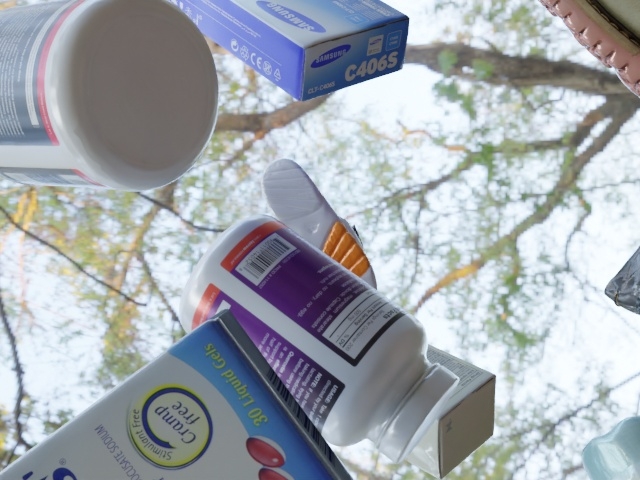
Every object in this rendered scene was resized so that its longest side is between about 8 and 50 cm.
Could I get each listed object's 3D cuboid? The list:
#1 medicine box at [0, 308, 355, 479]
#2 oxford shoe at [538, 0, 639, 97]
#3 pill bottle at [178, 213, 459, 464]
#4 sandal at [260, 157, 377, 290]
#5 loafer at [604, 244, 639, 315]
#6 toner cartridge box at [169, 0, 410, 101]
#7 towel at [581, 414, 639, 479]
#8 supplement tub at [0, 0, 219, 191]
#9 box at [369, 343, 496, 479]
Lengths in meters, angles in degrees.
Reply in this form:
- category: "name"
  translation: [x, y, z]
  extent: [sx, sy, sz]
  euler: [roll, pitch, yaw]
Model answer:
- category: "medicine box"
  translation: [-0.132, 0.256, 0.937]
  extent: [0.289, 0.149, 0.263]
  euler: [-37, -91, -1]
- category: "oxford shoe"
  translation: [0.278, -0.113, 0.546]
  extent: [0.397, 0.146, 0.140]
  euler: [27, -153, -10]
- category: "pill bottle"
  translation: [-0.001, 0.121, 1.174]
  extent: [0.181, 0.323, 0.181]
  euler: [-48, -17, -20]
- category: "sandal"
  translation: [0.008, -0.006, 1.431]
  extent: [0.265, 0.102, 0.076]
  euler: [62, -160, 3]
- category: "loafer"
  translation: [0.305, -0.008, 0.839]
  extent: [0.170, 0.061, 0.062]
  euler: [-51, -48, -18]
- category: "toner cartridge box"
  translation: [-0.066, -0.300, 1.229]
  extent: [0.165, 0.348, 0.075]
  euler: [-24, -43, -33]
- category: "towel"
  translation: [0.370, 0.236, 0.636]
  extent: [0.374, 0.090, 0.320]
  euler: [-2, -129, -39]
- category: "supplement tub"
  translation: [-0.255, -0.148, 0.995]
  extent: [0.191, 0.272, 0.191]
  euler: [-7, -81, -47]
- category: "box"
  translation: [0.110, 0.231, 1.536]
  extent: [0.148, 0.311, 0.121]
  euler: [-27, -54, -36]
